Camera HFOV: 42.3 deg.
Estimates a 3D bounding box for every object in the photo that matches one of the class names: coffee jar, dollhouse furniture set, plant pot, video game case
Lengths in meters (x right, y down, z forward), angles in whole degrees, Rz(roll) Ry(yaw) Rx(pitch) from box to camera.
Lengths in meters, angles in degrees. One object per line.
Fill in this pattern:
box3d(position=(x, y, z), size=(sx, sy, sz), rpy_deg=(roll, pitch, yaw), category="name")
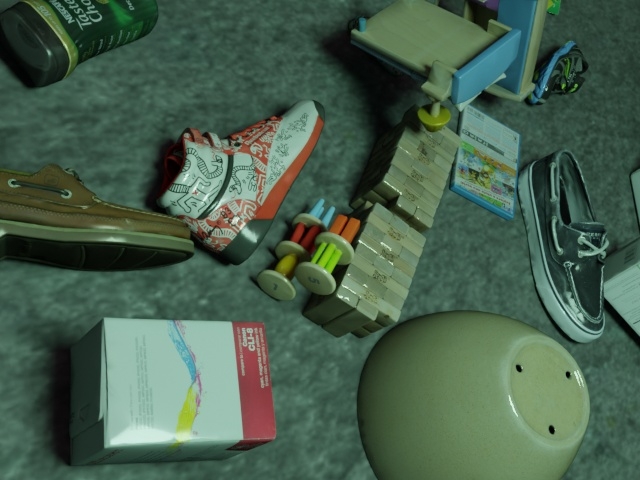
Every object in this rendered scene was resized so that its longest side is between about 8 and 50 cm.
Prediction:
box3d(position=(-0.288, -0.258, 0.981), size=(0.096, 0.079, 0.184), rpy_deg=(50, 53, -4), category="coffee jar")
box3d(position=(0.154, -0.276, 1.222), size=(0.286, 0.198, 0.303), rpy_deg=(33, 56, 27), category="dollhouse furniture set")
box3d(position=(0.217, 0.206, 1.024), size=(0.284, 0.191, 0.284), rpy_deg=(13, 63, -28), category="plant pot")
box3d(position=(0.264, -0.126, 1.312), size=(0.119, 0.015, 0.166), rpy_deg=(26, 58, -21), category="video game case")

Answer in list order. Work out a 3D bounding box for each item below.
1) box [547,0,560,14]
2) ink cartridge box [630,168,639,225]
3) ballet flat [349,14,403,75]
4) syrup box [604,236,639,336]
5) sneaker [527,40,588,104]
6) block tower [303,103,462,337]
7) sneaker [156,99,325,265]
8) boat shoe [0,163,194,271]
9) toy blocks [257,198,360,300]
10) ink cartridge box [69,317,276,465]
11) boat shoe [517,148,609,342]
box3d(position=(0.390, -0.507, 1.544), size=(0.179, 0.043, 0.105), rpy_deg=(29, 57, -20), category="box")
box3d(position=(0.723, -0.042, 1.449), size=(0.270, 0.197, 0.198), rpy_deg=(12, 63, -27), category="ink cartridge box")
box3d(position=(0.093, -0.301, 1.266), size=(0.114, 0.041, 0.041), rpy_deg=(43, 53, -9), category="ballet flat")
box3d(position=(0.558, 0.116, 1.327), size=(0.237, 0.096, 0.093), rpy_deg=(46, 37, -6), category="syrup box")
box3d(position=(0.423, -0.288, 1.451), size=(0.078, 0.067, 0.188), rpy_deg=(46, 50, 1), category="sneaker")
box3d(position=(0.089, -0.025, 1.109), size=(0.091, 0.097, 0.335), rpy_deg=(35, 57, -15), category="block tower")
box3d(position=(-0.099, -0.113, 1.029), size=(0.145, 0.090, 0.270), rpy_deg=(36, 57, -17), category="sneaker")
box3d(position=(-0.279, -0.032, 0.866), size=(0.307, 0.111, 0.104), rpy_deg=(6, 67, -30), category="boat shoe")
box3d(position=(0.000, 0.000, 1.022), size=(0.054, 0.123, 0.148), rpy_deg=(50, 51, -25), category="toy blocks")
box3d(position=(-0.157, 0.157, 0.848), size=(0.176, 0.128, 0.127), rpy_deg=(5, 66, -31), category="ink cartridge box")
box3d(position=(0.394, 0.003, 1.280), size=(0.108, 0.102, 0.301), rpy_deg=(5, 67, -31), category="boat shoe")
